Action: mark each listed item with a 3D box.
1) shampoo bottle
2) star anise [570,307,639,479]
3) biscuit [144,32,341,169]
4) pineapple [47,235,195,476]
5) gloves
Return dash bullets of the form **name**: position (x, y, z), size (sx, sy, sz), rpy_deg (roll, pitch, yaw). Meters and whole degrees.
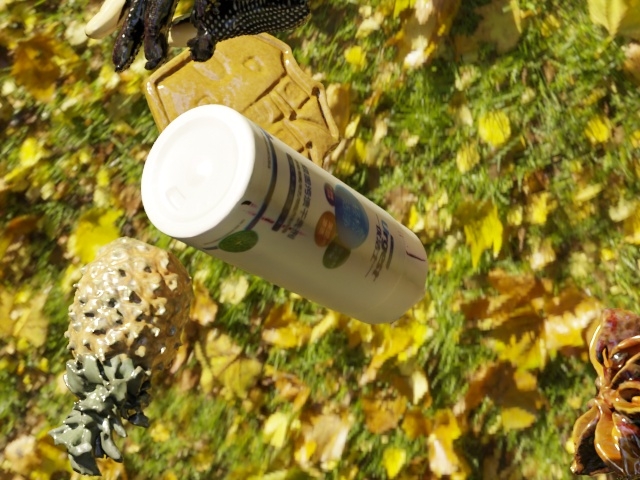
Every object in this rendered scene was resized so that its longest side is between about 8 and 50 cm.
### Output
- **shampoo bottle**: position (0.000, 0.000, 0.733), size (0.092, 0.092, 0.303), rpy_deg (-34, 147, 18)
- **star anise**: position (0.384, 0.199, 1.214), size (0.125, 0.190, 0.220), rpy_deg (8, 108, -22)
- **biscuit**: position (-0.064, -0.120, 1.016), size (0.215, 0.182, 0.034), rpy_deg (46, 154, -1)
- **pineapple**: position (-0.170, 0.099, 0.816), size (0.108, 0.198, 0.108), rpy_deg (10, 149, 6)
- **gloves**: position (-0.101, -0.199, 0.780), size (0.180, 0.129, 0.106), rpy_deg (-10, 111, -3)
